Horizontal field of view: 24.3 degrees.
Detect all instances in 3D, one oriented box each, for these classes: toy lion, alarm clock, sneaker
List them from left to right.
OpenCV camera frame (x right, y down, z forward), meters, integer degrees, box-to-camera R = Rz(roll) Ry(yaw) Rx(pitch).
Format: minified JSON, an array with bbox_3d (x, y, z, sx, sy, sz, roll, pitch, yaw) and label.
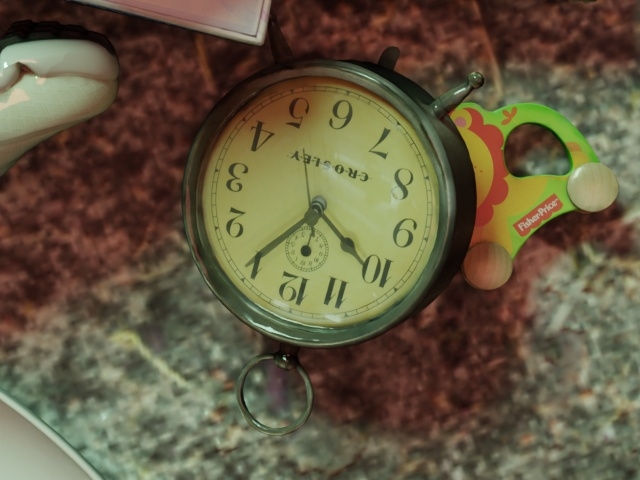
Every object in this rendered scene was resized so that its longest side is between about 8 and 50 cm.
[{"bbox_3d":[-0.215,-0.011,0.674,0.292,0.110,0.118,-23,104,8],"label":"sneaker"},{"bbox_3d":[0.000,0.000,0.686,0.129,0.064,0.192,20,100,16],"label":"alarm clock"},{"bbox_3d":[0.077,-0.031,0.714,0.100,0.034,0.096,-36,88,2],"label":"toy lion"}]

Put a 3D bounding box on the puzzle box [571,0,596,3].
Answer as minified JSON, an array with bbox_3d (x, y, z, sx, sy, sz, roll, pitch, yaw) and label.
[{"bbox_3d":[-0.065,-0.249,0.674,0.409,0.052,0.272,2,95,-3],"label":"puzzle box"}]

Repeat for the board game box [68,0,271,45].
[{"bbox_3d":[-0.142,-0.268,0.603,0.318,0.066,0.318,13,96,-6],"label":"board game box"}]

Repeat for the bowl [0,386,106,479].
[{"bbox_3d":[-0.176,0.135,0.708,0.142,0.053,0.142,41,94,-6],"label":"bowl"}]
